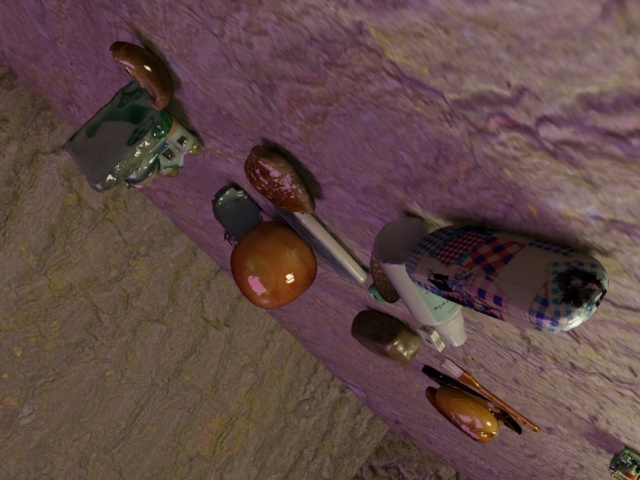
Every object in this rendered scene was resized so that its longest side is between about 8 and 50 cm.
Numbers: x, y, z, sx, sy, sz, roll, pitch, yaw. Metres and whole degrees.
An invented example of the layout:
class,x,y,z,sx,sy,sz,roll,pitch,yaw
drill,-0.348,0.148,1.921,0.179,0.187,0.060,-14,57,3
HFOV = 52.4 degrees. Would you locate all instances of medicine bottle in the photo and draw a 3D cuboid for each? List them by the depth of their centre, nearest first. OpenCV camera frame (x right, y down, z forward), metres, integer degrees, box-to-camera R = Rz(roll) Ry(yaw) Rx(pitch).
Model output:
class,x,y,z,sx,sy,sz,roll,pitch,yaw
medicine bottle,0.212,0.100,1.244,0.110,0.110,0.351,27,161,43

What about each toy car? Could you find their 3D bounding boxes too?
class,x,y,z,sx,sy,sz,roll,pitch,yaw
toy car,0.660,0.487,1.386,0.073,0.054,0.143,33,165,24

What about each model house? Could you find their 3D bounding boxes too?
class,x,y,z,sx,sy,sz,roll,pitch,yaw
model house,-0.446,-0.216,1.719,0.194,0.267,0.325,48,-177,27
model house,-0.257,-0.089,1.894,0.148,0.119,0.149,46,172,-23

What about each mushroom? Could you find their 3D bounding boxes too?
class,x,y,z,sx,sy,sz,roll,pitch,yaw
mushroom,-0.372,-0.360,1.428,0.094,0.072,0.209,34,168,32

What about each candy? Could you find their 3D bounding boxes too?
class,x,y,z,sx,sy,sz,roll,pitch,yaw
candy,0.184,0.276,1.867,0.104,0.102,0.234,47,162,-25

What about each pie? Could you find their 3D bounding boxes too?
class,x,y,z,sx,sy,sz,roll,pitch,yaw
pie,-0.084,-0.126,1.397,0.193,0.079,0.163,46,161,-23

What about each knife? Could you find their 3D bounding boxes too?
class,x,y,z,sx,sy,sz,roll,pitch,yaw
knife,0.176,0.106,1.539,0.063,0.035,0.260,48,159,-3

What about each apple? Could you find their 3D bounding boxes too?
class,x,y,z,sx,sy,sz,roll,pitch,yaw
apple,-0.134,0.059,1.786,0.254,0.253,0.253,37,165,11

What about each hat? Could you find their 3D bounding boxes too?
class,x,y,z,sx,sy,sz,roll,pitch,yaw
hat,0.165,0.055,1.346,0.146,0.067,0.145,174,90,-68

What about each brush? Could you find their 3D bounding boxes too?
class,x,y,z,sx,sy,sz,roll,pitch,yaw
brush,0.464,0.426,1.783,0.314,0.017,0.090,36,165,14

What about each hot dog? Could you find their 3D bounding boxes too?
class,x,y,z,sx,sy,sz,roll,pitch,yaw
hot dog,0.426,0.514,1.954,0.194,0.107,0.326,48,164,-31

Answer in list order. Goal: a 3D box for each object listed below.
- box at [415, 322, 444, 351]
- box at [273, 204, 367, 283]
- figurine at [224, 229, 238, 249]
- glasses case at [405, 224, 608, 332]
class,x,y,z,sx,sy,sz,roll,pitch,yaw
box,0.285,0.250,1.689,0.054,0.024,0.083,24,158,43
box,0.000,0.000,1.630,0.285,0.044,0.142,46,169,-20
figurine,-0.212,0.007,2.035,0.145,0.145,0.222,49,173,-31
glasses case,0.255,0.045,0.943,0.328,0.125,0.076,20,146,55
